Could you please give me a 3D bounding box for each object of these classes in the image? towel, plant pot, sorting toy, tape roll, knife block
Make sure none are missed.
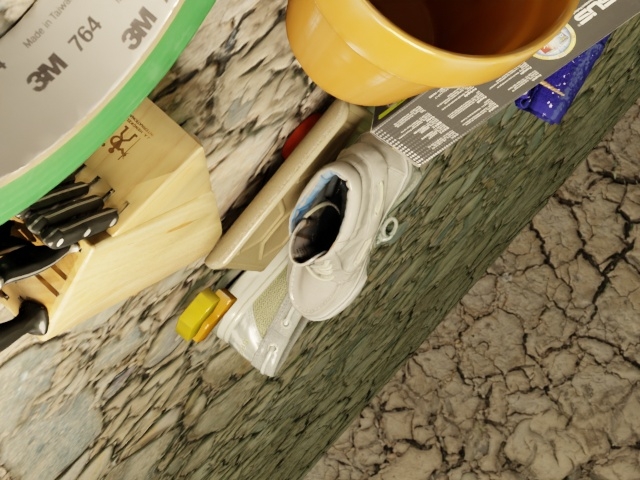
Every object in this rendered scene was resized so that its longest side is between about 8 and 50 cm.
[{"bbox_3d":[0.318,-0.292,1.814,0.308,0.076,0.227,-61,-176,10],"label":"towel"},{"bbox_3d":[0.063,-0.192,1.126,0.205,0.205,0.188,-43,-178,-27],"label":"plant pot"},{"bbox_3d":[-0.058,-0.021,1.550,0.307,0.041,0.229,-50,172,6],"label":"sorting toy"},{"bbox_3d":[-0.159,-0.130,0.771,0.321,0.077,0.321,-45,167,-13],"label":"tape roll"},{"bbox_3d":[-0.189,0.011,1.068,0.242,0.088,0.276,-45,168,-12],"label":"knife block"}]

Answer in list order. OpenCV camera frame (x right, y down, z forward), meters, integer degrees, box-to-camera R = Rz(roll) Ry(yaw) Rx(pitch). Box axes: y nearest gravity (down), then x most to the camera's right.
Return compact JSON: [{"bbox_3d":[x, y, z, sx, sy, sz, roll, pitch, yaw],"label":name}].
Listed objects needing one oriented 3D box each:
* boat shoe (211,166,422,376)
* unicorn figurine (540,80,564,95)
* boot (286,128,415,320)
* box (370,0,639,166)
[{"bbox_3d":[0.012,0.018,1.739,0.320,0.103,0.118,-44,167,-22],"label":"boat shoe"},{"bbox_3d":[0.165,-0.173,1.652,0.111,0.162,0.060,-42,137,-30],"label":"unicorn figurine"},{"bbox_3d":[0.000,0.000,1.545,0.123,0.095,0.258,-32,153,-47],"label":"boot"},{"bbox_3d":[0.160,-0.212,1.253,0.270,0.060,0.216,-36,-148,40],"label":"box"}]
